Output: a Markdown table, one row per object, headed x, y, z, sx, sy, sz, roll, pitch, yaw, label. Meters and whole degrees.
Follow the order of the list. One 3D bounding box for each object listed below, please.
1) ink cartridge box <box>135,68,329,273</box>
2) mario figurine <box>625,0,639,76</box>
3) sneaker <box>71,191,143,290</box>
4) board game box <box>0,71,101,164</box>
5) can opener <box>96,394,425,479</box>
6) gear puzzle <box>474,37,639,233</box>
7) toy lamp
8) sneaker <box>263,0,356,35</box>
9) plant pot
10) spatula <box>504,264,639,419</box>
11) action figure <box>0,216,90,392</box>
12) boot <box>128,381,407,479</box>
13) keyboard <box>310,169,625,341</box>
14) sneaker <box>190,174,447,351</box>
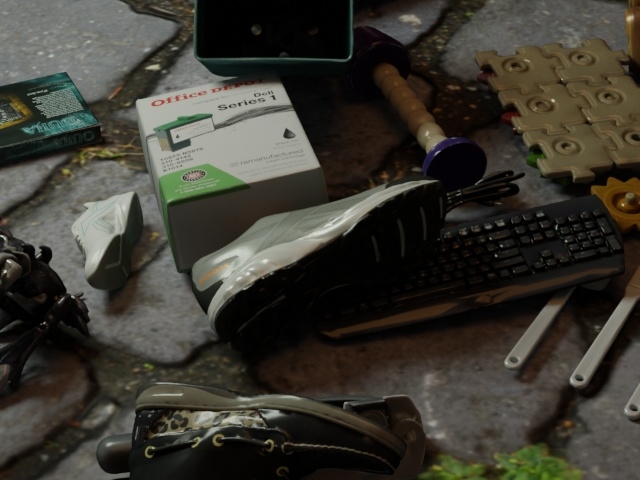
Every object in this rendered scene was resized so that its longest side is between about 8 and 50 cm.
| x | y | z | sx | sy | sz | roll | pitch | yaw | label |
| --- | --- | --- | --- | --- | --- | --- | --- | --- | --- |
| -0.092 | -0.075 | 1.897 | 0.160 | 0.092 | 0.219 | -14 | 34 | -7 | ink cartridge box |
| 0.515 | -0.226 | 2.130 | 0.321 | 0.170 | 0.198 | 0 | 71 | 18 | mario figurine |
| -0.218 | 0.005 | 1.853 | 0.061 | 0.053 | 0.152 | -5 | 29 | 9 | sneaker |
| -0.348 | -0.127 | 2.049 | 0.186 | 0.026 | 0.126 | -14 | 39 | -19 | board game box |
| -0.049 | 0.182 | 1.605 | 0.283 | 0.076 | 0.095 | -7 | 4 | -8 | can opener |
| 0.294 | -0.107 | 2.007 | 0.175 | 0.044 | 0.339 | -8 | 40 | -13 | gear puzzle |
| 0.091 | -0.149 | 2.031 | 0.080 | 0.080 | 0.274 | -12 | 38 | -15 | toy lamp |
| 0.032 | -0.356 | 2.286 | 0.319 | 0.112 | 0.131 | -21 | 44 | -28 | sneaker |
| -0.045 | -0.257 | 2.048 | 0.165 | 0.165 | 0.234 | 0 | -5 | 1 | plant pot |
| 0.279 | 0.076 | 1.774 | 0.168 | 0.019 | 0.242 | 21 | 43 | 20 | spatula |
| -0.314 | 0.048 | 1.695 | 0.141 | 0.276 | 0.164 | -44 | 73 | 3 | action figure |
| -0.059 | 0.211 | 1.466 | 0.236 | 0.085 | 0.178 | 6 | 67 | 24 | boot |
| 0.129 | 0.001 | 1.842 | 0.317 | 0.033 | 0.201 | -12 | 37 | -9 | keyboard |
| 0.000 | 0.000 | 1.766 | 0.271 | 0.100 | 0.108 | -25 | 42 | -19 | sneaker |
